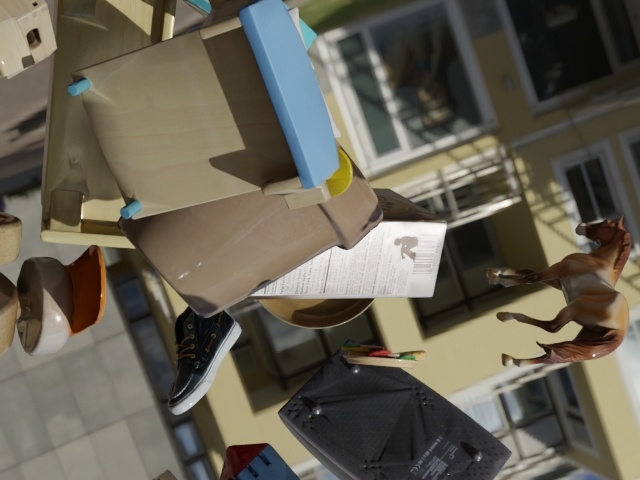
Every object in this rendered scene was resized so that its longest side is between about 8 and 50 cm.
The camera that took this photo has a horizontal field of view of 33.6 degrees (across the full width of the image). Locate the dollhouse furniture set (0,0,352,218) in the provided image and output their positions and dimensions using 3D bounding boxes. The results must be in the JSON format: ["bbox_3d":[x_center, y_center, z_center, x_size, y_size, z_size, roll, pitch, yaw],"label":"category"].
[{"bbox_3d":[-0.123,-0.160,0.876,0.286,0.304,0.198,-13,-164,31],"label":"dollhouse furniture set"}]

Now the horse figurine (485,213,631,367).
[{"bbox_3d":[0.282,0.068,1.194,0.174,0.066,0.263,-6,-150,6],"label":"horse figurine"}]

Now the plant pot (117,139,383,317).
[{"bbox_3d":[-0.099,-0.043,1.193,0.229,0.263,0.263,-42,-170,-7],"label":"plant pot"}]

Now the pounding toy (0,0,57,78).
[{"bbox_3d":[-0.365,-0.278,1.240,0.100,0.130,0.141,-35,169,-16],"label":"pounding toy"}]

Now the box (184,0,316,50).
[{"bbox_3d":[-0.091,-0.263,1.198,0.060,0.100,0.244,-58,164,5],"label":"box"}]

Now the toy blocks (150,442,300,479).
[{"bbox_3d":[-0.115,0.330,0.955,0.381,0.261,0.191,-40,178,-37],"label":"toy blocks"}]

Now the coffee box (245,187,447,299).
[{"bbox_3d":[0.000,0.000,1.469,0.297,0.119,0.168,1,-162,-27],"label":"coffee box"}]

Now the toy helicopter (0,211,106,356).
[{"bbox_3d":[-0.249,0.022,0.703,0.234,0.140,0.355,3,-169,-5],"label":"toy helicopter"}]

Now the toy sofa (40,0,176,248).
[{"bbox_3d":[-0.282,-0.181,1.396,0.150,0.363,0.177,4,-165,-16],"label":"toy sofa"}]

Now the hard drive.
[{"bbox_3d":[0.089,0.249,1.312,0.172,0.254,0.054,-42,157,-37],"label":"hard drive"}]

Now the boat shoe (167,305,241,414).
[{"bbox_3d":[-0.187,0.160,1.521,0.065,0.083,0.183,-22,-153,39],"label":"boat shoe"}]

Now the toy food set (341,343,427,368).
[{"bbox_3d":[0.064,0.121,1.106,0.083,0.020,0.082,1,173,31],"label":"toy food set"}]

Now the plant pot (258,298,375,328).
[{"bbox_3d":[-0.005,0.019,1.653,0.236,0.236,0.032,-19,175,10],"label":"plant pot"}]
